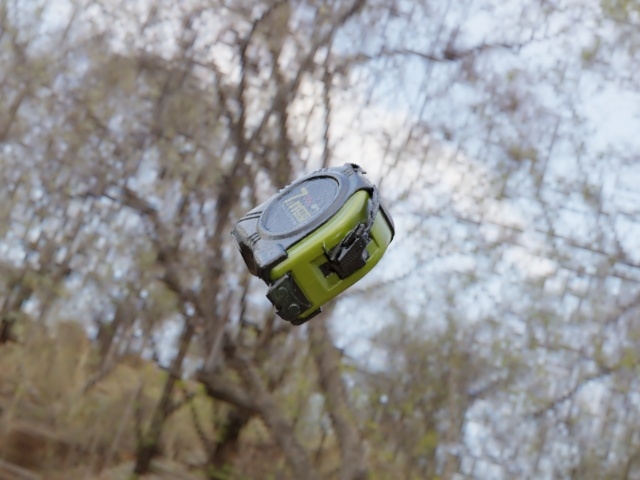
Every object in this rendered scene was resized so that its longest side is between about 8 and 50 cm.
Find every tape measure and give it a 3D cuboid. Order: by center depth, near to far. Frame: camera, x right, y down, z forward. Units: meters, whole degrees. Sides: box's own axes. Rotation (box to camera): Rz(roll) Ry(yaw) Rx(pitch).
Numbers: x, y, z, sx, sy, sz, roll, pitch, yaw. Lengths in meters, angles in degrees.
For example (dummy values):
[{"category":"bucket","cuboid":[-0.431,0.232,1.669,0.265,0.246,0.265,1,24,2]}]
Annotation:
[{"category":"tape measure","cuboid":[0.000,0.000,1.841,0.112,0.186,0.199,55,-1,-30]}]
